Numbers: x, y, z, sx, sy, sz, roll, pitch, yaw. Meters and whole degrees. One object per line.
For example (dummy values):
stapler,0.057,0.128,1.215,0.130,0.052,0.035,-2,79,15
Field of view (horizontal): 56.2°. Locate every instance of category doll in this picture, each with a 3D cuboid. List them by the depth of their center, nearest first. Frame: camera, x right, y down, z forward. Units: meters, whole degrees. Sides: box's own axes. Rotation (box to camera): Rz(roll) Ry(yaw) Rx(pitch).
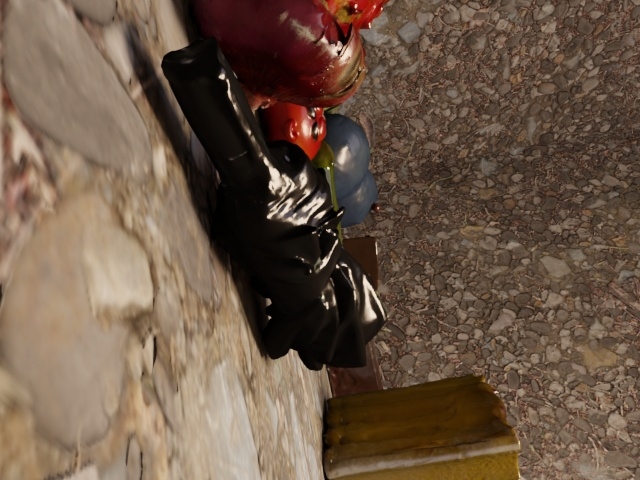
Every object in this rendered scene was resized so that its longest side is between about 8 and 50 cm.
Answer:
doll,-0.042,-0.181,0.827,0.217,0.085,0.183,-118,-166,-74
doll,0.026,-0.132,1.205,0.228,0.153,0.258,-56,142,-19

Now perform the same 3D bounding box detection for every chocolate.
chocolate,0.073,0.278,1.284,0.112,0.111,0.322,-86,166,-69

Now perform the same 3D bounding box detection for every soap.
soap,0.150,0.314,0.946,0.259,0.280,0.143,-59,142,-84

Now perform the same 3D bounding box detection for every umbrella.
umbrella,-0.027,-0.002,0.433,0.340,0.117,0.118,66,14,-57

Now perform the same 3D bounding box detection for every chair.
chair,0.068,0.088,1.464,0.319,0.160,0.186,-80,166,-85

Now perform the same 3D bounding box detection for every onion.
onion,-0.048,-0.135,0.462,0.150,0.140,0.150,36,4,-3

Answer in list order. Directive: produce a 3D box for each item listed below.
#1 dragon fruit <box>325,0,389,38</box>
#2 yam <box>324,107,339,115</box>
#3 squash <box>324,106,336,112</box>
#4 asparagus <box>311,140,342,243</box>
dragon fruit,-0.020,-0.355,0.770,0.268,0.205,0.210,-26,88,-49
yam,-0.021,-0.277,1.237,0.330,0.133,0.133,84,-3,-73
squash,-0.021,-0.307,0.993,0.123,0.170,0.170,22,58,-73
asparagus,0.002,0.000,0.957,0.085,0.081,0.344,109,-27,-85
